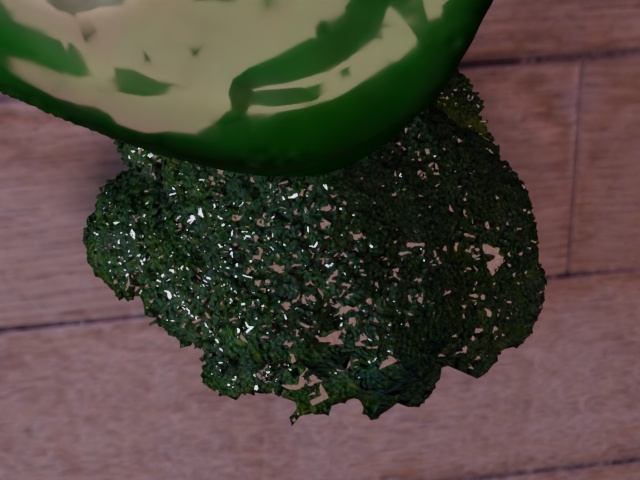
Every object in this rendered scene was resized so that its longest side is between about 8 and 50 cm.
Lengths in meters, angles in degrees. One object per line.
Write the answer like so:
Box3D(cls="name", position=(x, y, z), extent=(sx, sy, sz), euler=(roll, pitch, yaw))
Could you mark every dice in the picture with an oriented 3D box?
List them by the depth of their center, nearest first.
Box3D(cls="dice", position=(-0.066, -0.222, 1.064), extent=(0.297, 0.287, 0.300), euler=(16, 106, -17))

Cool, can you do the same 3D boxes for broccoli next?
Box3D(cls="broccoli", position=(0.000, 0.000, 1.269), extent=(0.294, 0.245, 0.265), euler=(24, 66, -5))
